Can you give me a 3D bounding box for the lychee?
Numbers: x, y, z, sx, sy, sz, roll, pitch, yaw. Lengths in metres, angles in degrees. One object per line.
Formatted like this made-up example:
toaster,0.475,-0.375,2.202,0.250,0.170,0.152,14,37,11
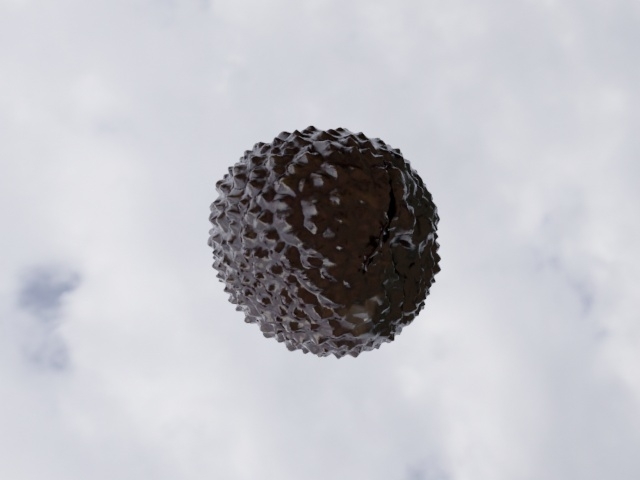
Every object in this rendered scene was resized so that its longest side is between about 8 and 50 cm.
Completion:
lychee,0.000,0.000,1.057,0.188,0.188,0.188,17,-115,-41
